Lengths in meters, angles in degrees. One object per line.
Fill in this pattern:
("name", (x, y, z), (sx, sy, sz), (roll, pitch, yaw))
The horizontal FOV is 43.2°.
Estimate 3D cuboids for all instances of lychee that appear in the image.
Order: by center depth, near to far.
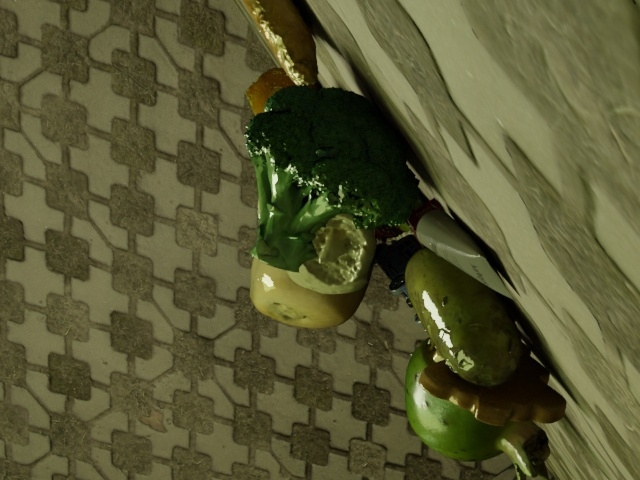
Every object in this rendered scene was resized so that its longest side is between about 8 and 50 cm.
("lychee", (0.123, -0.060, 1.687), (0.123, 0.123, 0.129), (-118, 21, -69))

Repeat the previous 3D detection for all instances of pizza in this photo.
("pizza", (-0.072, -0.358, 1.251), (0.279, 0.075, 0.287), (59, -176, -5))

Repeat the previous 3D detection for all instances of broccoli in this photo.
("broccoli", (-0.004, -0.082, 1.121), (0.270, 0.270, 0.270), (29, -177, -2))

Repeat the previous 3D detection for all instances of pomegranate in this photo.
("pomegranate", (0.297, 0.309, 1.498), (0.340, 0.260, 0.260), (54, 180, 39))

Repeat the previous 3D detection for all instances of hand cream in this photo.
("hand cream", (0.184, 0.012, 1.057), (0.087, 0.054, 0.186), (49, 179, -33))

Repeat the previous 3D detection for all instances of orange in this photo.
("orange", (-0.059, -0.282, 1.851), (0.237, 0.159, 0.179), (61, -141, -55))

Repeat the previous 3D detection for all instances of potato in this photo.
("potato", (0.204, 0.102, 1.170), (0.251, 0.113, 0.149), (-117, 14, -44))

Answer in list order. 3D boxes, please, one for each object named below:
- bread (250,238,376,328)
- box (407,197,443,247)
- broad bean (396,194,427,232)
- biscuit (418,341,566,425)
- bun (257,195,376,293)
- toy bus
("bread", (0.000, 0.000, 1.844), (0.348, 0.253, 0.375), (62, -145, -63))
("box", (0.160, -0.025, 1.192), (0.023, 0.052, 0.082), (59, -176, 28))
("broad bean", (0.130, -0.070, 1.380), (0.339, 0.061, 0.077), (-121, 16, -66))
("biscuit", (0.257, 0.196, 1.216), (0.238, 0.212, 0.041), (-68, -13, -62))
("bun", (-0.015, -0.077, 1.492), (0.364, 0.202, 0.364), (177, 90, -88))
("toy bus", (0.213, 0.076, 1.862), (0.125, 0.133, 0.292), (49, -178, -22))
